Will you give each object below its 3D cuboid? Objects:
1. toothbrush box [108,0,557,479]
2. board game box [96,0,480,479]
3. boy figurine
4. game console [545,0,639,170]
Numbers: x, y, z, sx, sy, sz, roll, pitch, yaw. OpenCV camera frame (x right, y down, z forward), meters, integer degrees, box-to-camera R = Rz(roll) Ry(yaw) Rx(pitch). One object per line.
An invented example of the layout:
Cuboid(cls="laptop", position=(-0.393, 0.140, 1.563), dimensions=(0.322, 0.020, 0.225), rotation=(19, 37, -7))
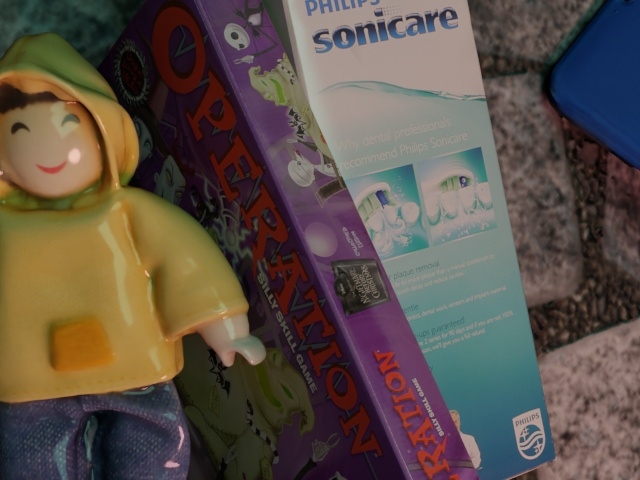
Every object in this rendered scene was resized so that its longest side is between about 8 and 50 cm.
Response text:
Cuboid(cls="toothbrush box", position=(0.000, 0.000, 0.864), dimensions=(0.126, 0.216, 0.296), rotation=(-16, 96, -32))
Cuboid(cls="board game box", position=(-0.036, 0.046, 0.781), dimensions=(0.056, 0.208, 0.347), rotation=(-14, 74, -39))
Cuboid(cls="boy figurine", position=(-0.117, 0.038, 0.735), dimensions=(0.177, 0.092, 0.285), rotation=(-1, 99, 9))
Cuboid(cls="game console", position=(0.341, -0.110, 1.181), dimensions=(0.293, 0.173, 0.250), rotation=(-50, 143, -22))
